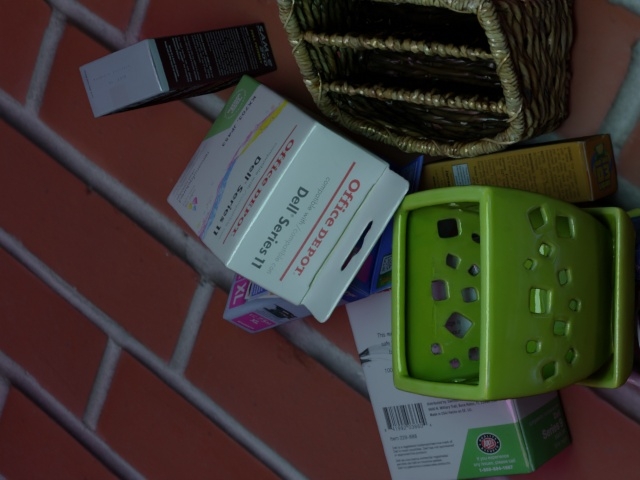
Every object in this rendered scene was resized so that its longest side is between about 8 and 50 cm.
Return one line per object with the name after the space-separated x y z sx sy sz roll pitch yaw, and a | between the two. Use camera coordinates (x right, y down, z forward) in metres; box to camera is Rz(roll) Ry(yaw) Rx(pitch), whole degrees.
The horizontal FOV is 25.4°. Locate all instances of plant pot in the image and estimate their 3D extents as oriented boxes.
0.217 0.059 1.564 0.228 0.207 0.227 176 96 -68 | plant pot

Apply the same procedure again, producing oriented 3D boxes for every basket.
0.117 -0.200 1.666 0.299 0.223 0.213 12 108 32 | basket

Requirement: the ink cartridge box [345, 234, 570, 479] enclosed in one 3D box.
0.167 0.145 1.778 0.211 0.121 0.289 -12 94 37 | ink cartridge box

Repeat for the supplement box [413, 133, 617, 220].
0.232 -0.074 1.705 0.233 0.078 0.080 -10 96 38 | supplement box

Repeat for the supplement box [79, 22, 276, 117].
-0.183 -0.225 1.864 0.130 0.239 0.073 -15 94 38 | supplement box

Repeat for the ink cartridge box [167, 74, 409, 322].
-0.049 -0.059 1.735 0.207 0.119 0.353 -58 27 4 | ink cartridge box

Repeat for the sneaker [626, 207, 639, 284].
0.349 0.011 1.610 0.240 0.126 0.091 -22 88 37 | sneaker

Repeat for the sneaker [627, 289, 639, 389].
0.421 0.091 1.507 0.321 0.127 0.126 132 140 -55 | sneaker

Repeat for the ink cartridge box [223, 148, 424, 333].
0.000 0.000 1.796 0.311 0.065 0.185 -19 50 50 | ink cartridge box
